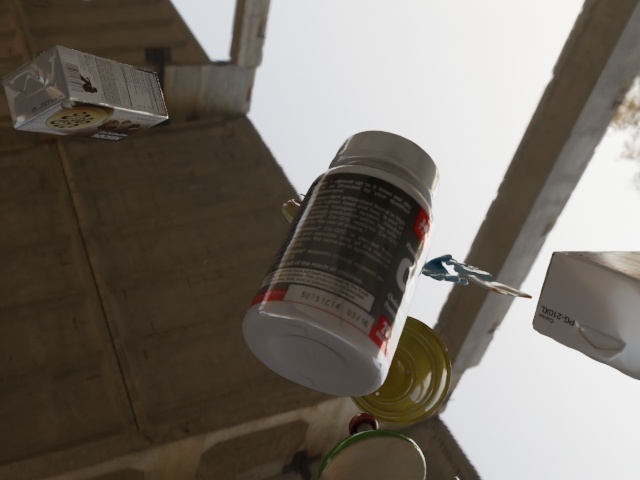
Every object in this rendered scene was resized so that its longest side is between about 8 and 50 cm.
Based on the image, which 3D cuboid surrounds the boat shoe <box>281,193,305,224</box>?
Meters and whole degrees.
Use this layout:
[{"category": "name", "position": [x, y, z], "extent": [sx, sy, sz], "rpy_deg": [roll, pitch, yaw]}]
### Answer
[{"category": "boat shoe", "position": [0.025, -0.037, 1.539], "extent": [0.285, 0.089, 0.105], "rpy_deg": [32, -164, 36]}]

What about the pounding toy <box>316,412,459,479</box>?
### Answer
[{"category": "pounding toy", "position": [0.092, 0.383, 1.159], "extent": [0.237, 0.183, 0.110], "rpy_deg": [40, -170, -26]}]

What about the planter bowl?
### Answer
[{"category": "planter bowl", "position": [0.134, 0.249, 1.297], "extent": [0.217, 0.217, 0.090], "rpy_deg": [31, -176, 18]}]

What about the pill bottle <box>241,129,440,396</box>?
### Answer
[{"category": "pill bottle", "position": [0.038, 0.017, 0.779], "extent": [0.161, 0.161, 0.283], "rpy_deg": [21, -123, 6]}]

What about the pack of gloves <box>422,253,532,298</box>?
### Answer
[{"category": "pack of gloves", "position": [0.236, 0.040, 1.214], "extent": [0.195, 0.046, 0.232], "rpy_deg": [10, -172, -19]}]

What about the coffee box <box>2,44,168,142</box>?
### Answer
[{"category": "coffee box", "position": [-0.497, -0.306, 1.472], "extent": [0.297, 0.168, 0.118], "rpy_deg": [-4, -103, -64]}]

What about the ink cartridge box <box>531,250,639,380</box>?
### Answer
[{"category": "ink cartridge box", "position": [0.390, 0.081, 0.780], "extent": [0.237, 0.100, 0.172], "rpy_deg": [0, -164, -37]}]
